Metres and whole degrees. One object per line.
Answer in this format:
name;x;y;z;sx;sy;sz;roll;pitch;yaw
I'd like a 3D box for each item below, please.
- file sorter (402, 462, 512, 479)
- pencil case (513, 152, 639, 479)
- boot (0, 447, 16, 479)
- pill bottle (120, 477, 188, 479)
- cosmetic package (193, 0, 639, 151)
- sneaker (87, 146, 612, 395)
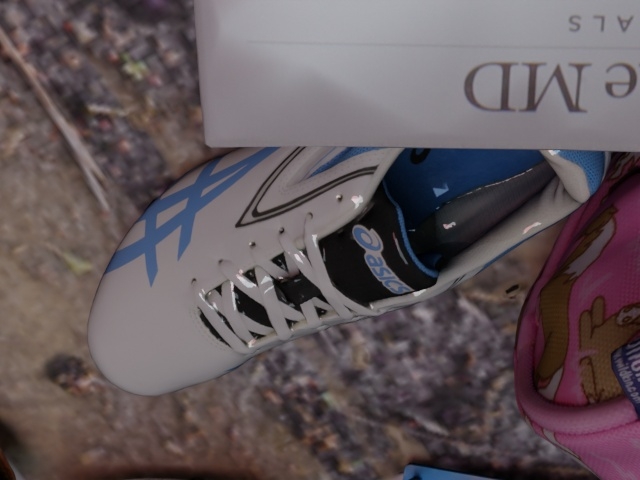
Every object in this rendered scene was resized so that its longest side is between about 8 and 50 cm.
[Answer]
file sorter;0.074;0.187;0.537;0.118;0.104;0.170;8;85;12
pencil case;0.255;0.106;0.496;0.386;0.167;0.160;38;94;-14
boot;-0.200;0.144;0.615;0.152;0.073;0.197;-28;114;14
pill bottle;-0.076;0.279;0.603;0.176;0.176;0.318;0;110;6
cosmetic package;0.070;-0.222;0.348;0.217;0.156;0.385;-1;116;4
sneaker;0.000;0.000;0.510;0.237;0.086;0.085;-30;112;21
